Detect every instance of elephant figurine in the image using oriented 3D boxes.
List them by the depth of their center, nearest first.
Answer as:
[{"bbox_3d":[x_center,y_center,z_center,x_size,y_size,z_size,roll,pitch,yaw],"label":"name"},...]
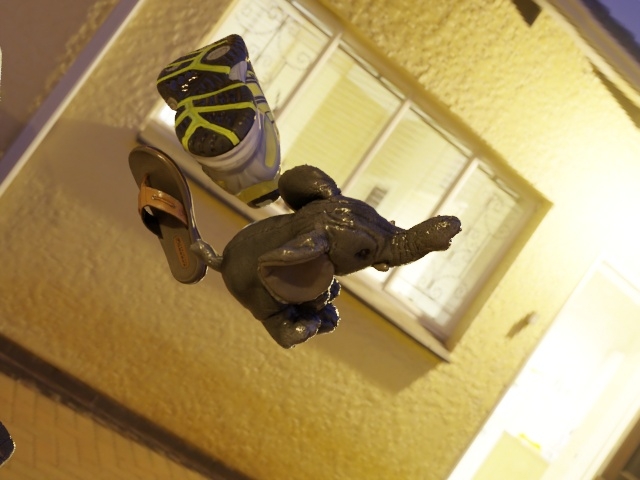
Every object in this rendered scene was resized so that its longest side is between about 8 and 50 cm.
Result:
[{"bbox_3d":[0.000,0.000,0.903,0.169,0.186,0.239,62,-37,18],"label":"elephant figurine"}]

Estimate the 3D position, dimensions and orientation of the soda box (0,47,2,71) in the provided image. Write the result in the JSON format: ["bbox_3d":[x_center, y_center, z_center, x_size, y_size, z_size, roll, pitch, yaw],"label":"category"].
[{"bbox_3d":[-0.306,-0.072,0.661,0.074,0.216,0.069,0,-12,-11],"label":"soda box"}]

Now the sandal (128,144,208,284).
[{"bbox_3d":[-0.232,-0.036,1.187,0.090,0.219,0.060,-15,2,36],"label":"sandal"}]

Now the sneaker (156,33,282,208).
[{"bbox_3d":[-0.139,-0.175,1.165,0.384,0.145,0.147,-103,168,-54],"label":"sneaker"}]

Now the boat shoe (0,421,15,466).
[{"bbox_3d":[-0.601,0.353,1.146,0.324,0.120,0.122,-23,69,-41],"label":"boat shoe"}]
